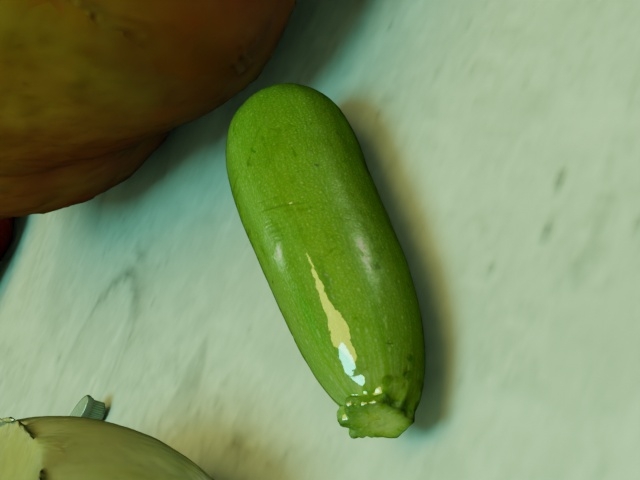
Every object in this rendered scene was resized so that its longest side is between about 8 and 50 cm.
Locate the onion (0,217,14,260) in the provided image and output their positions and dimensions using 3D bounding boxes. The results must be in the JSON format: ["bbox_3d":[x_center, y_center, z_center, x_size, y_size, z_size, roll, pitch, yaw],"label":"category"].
[{"bbox_3d":[-0.384,-0.015,0.784,0.248,0.161,0.248,-3,78,15],"label":"onion"}]

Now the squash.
[{"bbox_3d":[0.000,0.000,0.408,0.066,0.066,0.201,-43,43,25],"label":"squash"}]

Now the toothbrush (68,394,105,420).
[{"bbox_3d":[-0.188,0.172,0.569,0.194,0.017,0.014,-54,34,12],"label":"toothbrush"}]

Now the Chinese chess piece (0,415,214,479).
[{"bbox_3d":[-0.127,0.201,0.380,0.257,0.104,0.257,-38,39,39],"label":"Chinese chess piece"}]

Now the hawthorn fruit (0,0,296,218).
[{"bbox_3d":[-0.232,-0.231,0.518,0.472,0.472,0.471,-29,48,38],"label":"hawthorn fruit"}]
